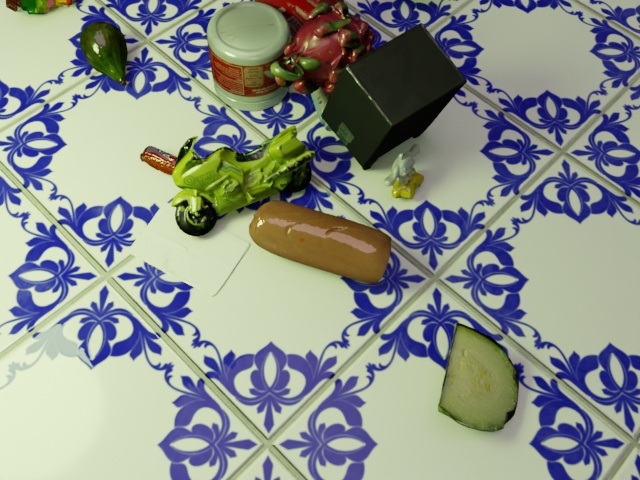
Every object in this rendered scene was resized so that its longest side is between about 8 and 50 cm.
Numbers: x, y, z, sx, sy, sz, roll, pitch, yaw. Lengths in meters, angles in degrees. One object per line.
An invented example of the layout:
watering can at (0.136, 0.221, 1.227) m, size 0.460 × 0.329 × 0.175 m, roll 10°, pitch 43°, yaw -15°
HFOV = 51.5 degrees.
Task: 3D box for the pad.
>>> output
pad at (-0.289, 0.015, 1.459) m, size 0.232 × 0.004 × 0.156 m, roll 26°, pitch 62°, yaw 12°

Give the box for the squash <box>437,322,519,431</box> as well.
squash at (0.295, 0.283, 1.301) m, size 0.184 × 0.085 × 0.192 m, roll 31°, pitch 61°, yaw -18°

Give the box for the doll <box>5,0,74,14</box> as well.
doll at (-0.757, -0.667, 1.781) m, size 0.186 × 0.106 × 0.134 m, roll -8°, pitch 40°, yaw -27°

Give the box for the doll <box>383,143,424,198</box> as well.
doll at (0.193, -0.164, 1.526) m, size 0.071 × 0.113 × 0.135 m, roll 19°, pitch 79°, yaw 31°

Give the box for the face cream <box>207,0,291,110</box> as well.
face cream at (-0.172, -0.454, 1.634) m, size 0.201 × 0.187 × 0.201 m, roll 1°, pitch 59°, yaw -2°

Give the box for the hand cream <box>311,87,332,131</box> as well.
hand cream at (0.004, -0.347, 1.664) m, size 0.065 × 0.043 × 0.171 m, roll 13°, pitch 48°, yaw -42°

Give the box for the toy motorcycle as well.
toy motorcycle at (-0.188, -0.158, 1.491) m, size 0.342 × 0.142 × 0.206 m, roll -25°, pitch 102°, yaw -17°

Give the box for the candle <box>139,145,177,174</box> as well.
candle at (-0.339, -0.175, 1.551) m, size 0.162 × 0.053 × 0.048 m, roll 22°, pitch 17°, yaw 4°

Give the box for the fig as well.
fig at (-0.539, -0.462, 1.681) m, size 0.117 × 0.117 × 0.177 m, roll -18°, pitch 84°, yaw -13°

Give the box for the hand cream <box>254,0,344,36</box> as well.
hand cream at (-0.057, -0.592, 1.702) m, size 0.230 × 0.230 × 0.149 m, roll 15°, pitch 61°, yaw 6°

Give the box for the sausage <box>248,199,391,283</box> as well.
sausage at (-0.001, 0.000, 1.415) m, size 0.304 × 0.121 × 0.121 m, roll 18°, pitch 60°, yaw 7°

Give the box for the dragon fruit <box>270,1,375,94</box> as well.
dragon fruit at (0.011, -0.424, 1.548) m, size 0.198 × 0.218 × 0.273 m, roll 42°, pitch 73°, yaw -26°

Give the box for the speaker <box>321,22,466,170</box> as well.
speaker at (0.156, -0.323, 1.515) m, size 0.232 × 0.254 × 0.184 m, roll -34°, pitch 83°, yaw -20°
